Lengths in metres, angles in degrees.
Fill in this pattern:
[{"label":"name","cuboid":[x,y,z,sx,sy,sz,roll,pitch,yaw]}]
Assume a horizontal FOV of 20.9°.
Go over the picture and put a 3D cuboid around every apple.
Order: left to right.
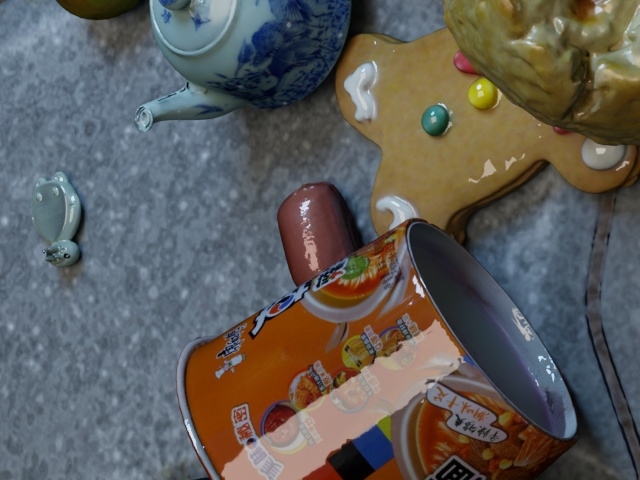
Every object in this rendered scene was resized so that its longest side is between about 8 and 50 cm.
[{"label":"apple","cuboid":[-0.188,-0.229,1.454,0.089,0.074,0.089,0,91,34]}]

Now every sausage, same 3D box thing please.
[{"label":"sausage","cuboid":[0.000,0.000,1.354,0.054,0.059,0.094,-20,77,18]}]

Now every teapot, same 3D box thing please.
[{"label":"teapot","cuboid":[-0.069,-0.187,1.333,0.159,0.159,0.232,28,106,28]}]

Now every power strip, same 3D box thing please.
[{"label":"power strip","cuboid":[-0.234,-0.018,1.513,0.055,0.035,0.083,-15,81,31]}]

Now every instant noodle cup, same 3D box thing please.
[{"label":"instant noodle cup","cuboid":[0.051,0.117,1.235,0.192,0.250,0.250,-38,72,17]}]

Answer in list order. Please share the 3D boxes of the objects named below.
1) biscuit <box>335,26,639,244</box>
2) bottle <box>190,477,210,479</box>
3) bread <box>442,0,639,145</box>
[{"label":"biscuit","cuboid":[0.155,-0.128,1.263,0.340,0.047,0.216,-23,81,31]},{"label":"bottle","cuboid":[-0.075,0.315,1.406,0.072,0.082,0.244,-9,87,-13]},{"label":"bread","cuboid":[0.199,-0.178,1.124,0.244,0.134,0.244,1,97,10]}]
